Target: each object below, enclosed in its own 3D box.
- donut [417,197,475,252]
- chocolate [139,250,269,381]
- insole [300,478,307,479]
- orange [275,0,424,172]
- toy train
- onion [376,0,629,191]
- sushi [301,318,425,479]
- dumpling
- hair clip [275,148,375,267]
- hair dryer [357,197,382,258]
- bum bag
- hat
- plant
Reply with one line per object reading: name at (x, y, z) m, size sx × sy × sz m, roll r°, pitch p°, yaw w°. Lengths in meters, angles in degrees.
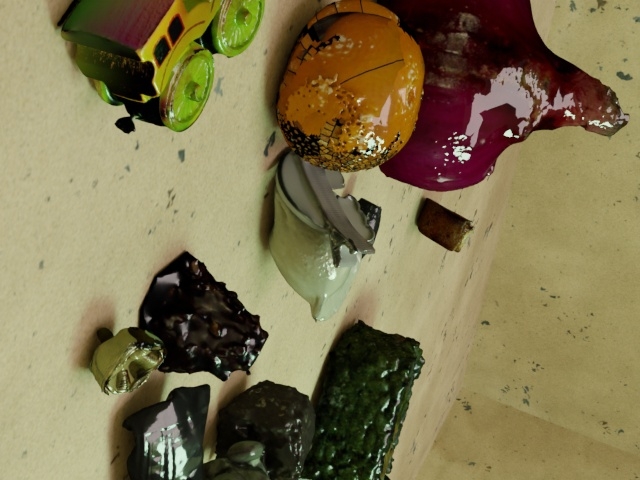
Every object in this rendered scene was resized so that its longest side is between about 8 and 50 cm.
donut at (0.295, -0.031, 2.395) m, size 0.085 × 0.141 × 0.217 m, roll -61°, pitch 163°, yaw 4°
chocolate at (-0.130, 0.107, 1.234) m, size 0.156 × 0.133 × 0.156 m, roll 19°, pitch 90°, yaw -75°
insole at (-0.045, 0.496, 2.146) m, size 0.197 × 0.004 × 0.065 m, roll 72°, pitch 40°, yaw -64°
orange at (0.043, -0.207, 1.357) m, size 0.234 × 0.182 × 0.234 m, roll -34°, pitch 133°, yaw -47°
toy train at (-0.117, -0.239, 0.936) m, size 0.296 × 0.100 × 0.160 m, roll -63°, pitch 160°, yaw -24°
onion at (0.277, -0.257, 1.597) m, size 0.398 × 0.420 × 0.398 m, roll 14°, pitch 90°, yaw -70°
sushi at (0.098, 0.356, 2.140) m, size 0.294 × 0.178 × 0.351 m, roll 20°, pitch 87°, yaw -76°
dumpling at (-0.002, -0.004, 1.497) m, size 0.126 × 0.216 × 0.166 m, roll -35°, pitch -174°, yaw 46°
hair clip at (0.007, -0.060, 1.420) m, size 0.140 × 0.220 × 0.054 m, roll -3°, pitch 147°, yaw -43°
hair dryer at (0.061, 0.013, 1.862) m, size 0.195 × 0.075 × 0.219 m, roll -62°, pitch 172°, yaw 8°
bum bag at (-0.205, 0.331, 1.320) m, size 0.144 × 0.095 × 0.340 m, roll -22°, pitch 131°, yaw -47°
hat at (-0.218, 0.127, 1.108) m, size 0.076 × 0.059 × 0.077 m, roll -55°, pitch 159°, yaw 6°
plant at (-0.114, 0.336, 1.527) m, size 0.274 × 0.149 × 0.146 m, roll -54°, pitch 141°, yaw -48°
